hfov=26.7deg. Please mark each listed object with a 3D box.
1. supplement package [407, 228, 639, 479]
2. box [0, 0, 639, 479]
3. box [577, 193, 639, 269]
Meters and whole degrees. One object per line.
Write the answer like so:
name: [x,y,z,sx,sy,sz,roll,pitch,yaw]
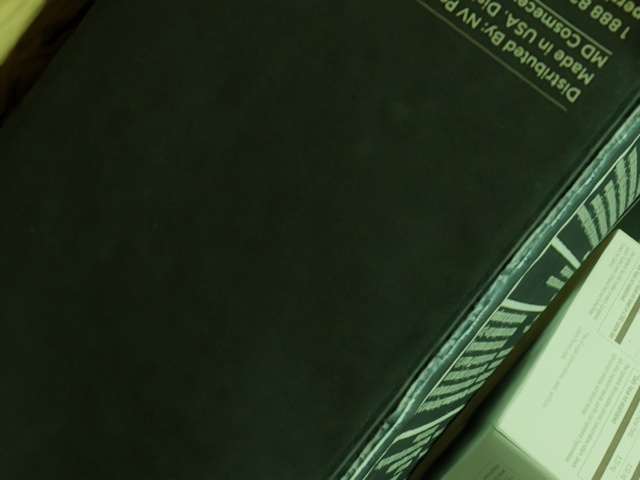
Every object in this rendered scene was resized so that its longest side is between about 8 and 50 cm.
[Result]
supplement package: [0.176,0.178,0.708,0.198,0.263,0.199,-46,173,-50]
box: [0.000,0.000,0.567,0.294,0.183,0.296,-53,168,5]
box: [0.159,-0.056,0.947,0.261,0.184,0.103,-40,162,-39]
